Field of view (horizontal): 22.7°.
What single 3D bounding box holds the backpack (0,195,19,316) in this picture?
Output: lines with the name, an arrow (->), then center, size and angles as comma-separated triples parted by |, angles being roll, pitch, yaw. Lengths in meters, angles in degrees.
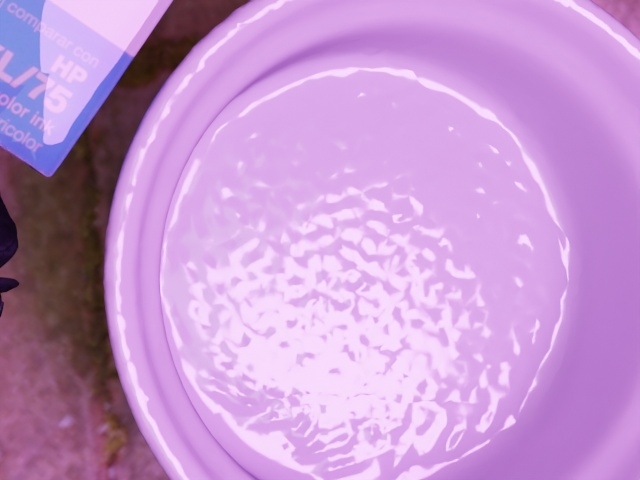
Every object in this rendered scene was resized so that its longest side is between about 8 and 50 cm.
backpack -> -0.234, 0.011, 0.730 | 0.182, 0.152, 0.115 | -40, 123, 13

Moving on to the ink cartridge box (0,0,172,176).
ink cartridge box -> -0.127, -0.202, 0.682 | 0.197, 0.198, 0.270 | 34, 93, -17

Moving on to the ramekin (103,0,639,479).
ramekin -> 0.035, 0.018, 0.726 | 0.277, 0.135, 0.277 | 0, 88, -13
